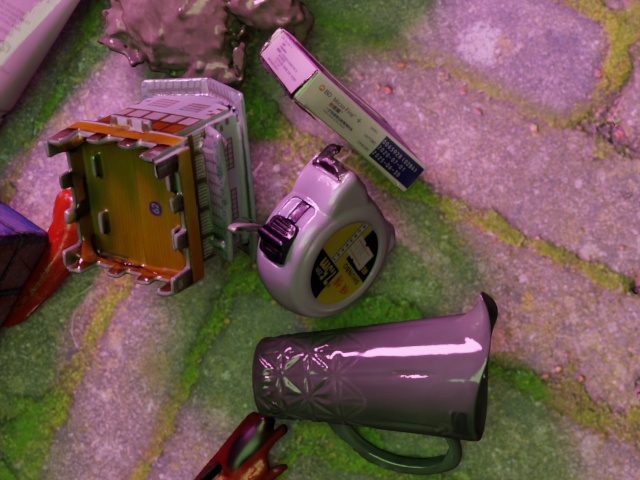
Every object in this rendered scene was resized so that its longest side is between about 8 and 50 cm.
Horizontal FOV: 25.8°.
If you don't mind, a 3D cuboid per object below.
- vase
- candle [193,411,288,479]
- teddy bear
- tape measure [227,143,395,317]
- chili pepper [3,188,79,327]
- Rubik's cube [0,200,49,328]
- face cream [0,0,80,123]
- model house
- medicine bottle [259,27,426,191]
[{"bbox_3d":[0.072,0.181,1.742,0.300,0.156,0.251,-1,112,14],"label":"vase"},{"bbox_3d":[-0.154,0.341,1.799,0.301,0.059,0.084,-44,70,2],"label":"candle"},{"bbox_3d":[-0.135,-0.371,1.789,0.357,0.224,0.367,45,108,7],"label":"teddy bear"},{"bbox_3d":[-0.003,0.001,1.725,0.178,0.196,0.105,-46,52,-12],"label":"tape measure"},{"bbox_3d":[-0.348,0.009,1.844,0.063,0.071,0.272,26,97,-30],"label":"chili pepper"},{"bbox_3d":[-0.604,0.051,1.721,0.337,0.344,0.344,33,98,13],"label":"Rubik's cube"},{"bbox_3d":[-0.407,-0.268,1.826,0.143,0.089,0.314,33,105,10],"label":"face cream"},{"bbox_3d":[-0.190,-0.062,1.716,0.198,0.215,0.224,12,119,35],"label":"model house"},{"bbox_3d":[0.024,-0.159,1.707,0.201,0.171,0.052,39,100,-28],"label":"medicine bottle"}]
